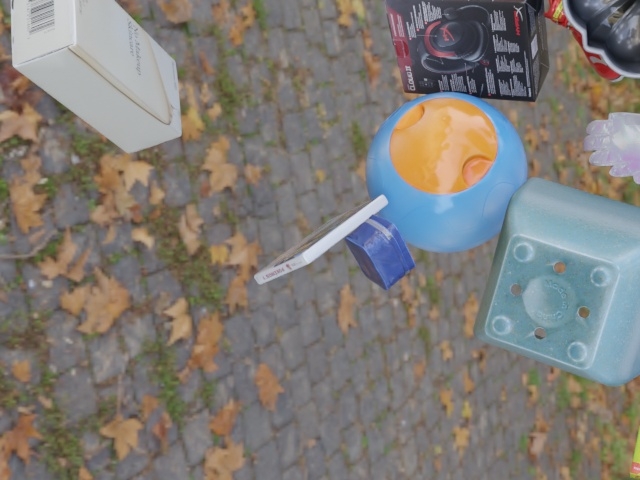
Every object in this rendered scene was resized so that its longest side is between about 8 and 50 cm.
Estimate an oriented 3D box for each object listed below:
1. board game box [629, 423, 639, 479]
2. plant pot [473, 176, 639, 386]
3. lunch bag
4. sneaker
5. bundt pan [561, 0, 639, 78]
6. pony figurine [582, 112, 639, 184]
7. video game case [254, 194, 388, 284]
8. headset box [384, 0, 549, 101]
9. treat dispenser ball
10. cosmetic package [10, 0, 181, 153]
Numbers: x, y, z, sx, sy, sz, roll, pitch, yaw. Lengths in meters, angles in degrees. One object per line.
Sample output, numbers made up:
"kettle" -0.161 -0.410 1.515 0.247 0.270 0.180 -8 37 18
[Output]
"board game box" 0.571 0.308 1.560 0.043 0.092 0.181 51 53 -61
"plant pot" 0.346 0.064 1.328 0.252 0.248 0.247 -13 119 -65
"lunch bag" 0.088 0.016 1.319 0.065 0.067 0.098 -40 128 -13
"sneaker" 0.457 -0.390 1.689 0.118 0.107 0.279 -5 58 -25
"bundt pan" 0.515 -0.402 1.407 0.124 0.331 0.331 -59 139 -71
"pony figurine" 0.614 -0.049 1.611 0.363 0.351 0.303 -49 134 -56
"video game case" 0.000 0.000 1.631 0.201 0.183 0.023 -36 96 -32
"headset box" 0.259 -0.380 1.756 0.110 0.293 0.218 -60 146 -36
"treat dispenser ball" 0.225 -0.121 1.712 0.288 0.288 0.288 14 74 -60
"cosmetic package" -0.343 -0.277 1.489 0.309 0.113 0.160 39 38 -62
